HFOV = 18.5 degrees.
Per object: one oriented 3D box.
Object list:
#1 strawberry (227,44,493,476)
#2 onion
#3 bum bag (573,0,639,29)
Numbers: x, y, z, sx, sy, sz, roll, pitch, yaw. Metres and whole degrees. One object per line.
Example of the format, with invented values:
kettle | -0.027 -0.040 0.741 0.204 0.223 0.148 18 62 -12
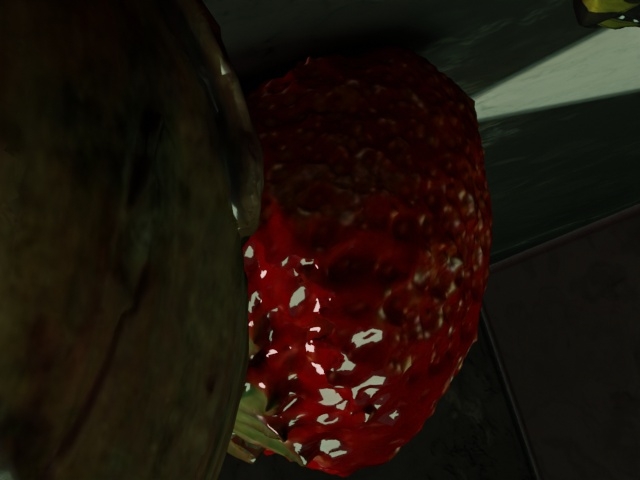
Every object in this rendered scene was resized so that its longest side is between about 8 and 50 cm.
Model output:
strawberry | 0.000 0.000 1.211 0.277 0.257 0.257 -51 -173 -21
onion | -0.184 0.010 0.519 0.353 0.354 0.353 -18 174 -2
bum bag | 0.244 -0.167 1.161 0.232 0.060 0.106 -16 165 -39
